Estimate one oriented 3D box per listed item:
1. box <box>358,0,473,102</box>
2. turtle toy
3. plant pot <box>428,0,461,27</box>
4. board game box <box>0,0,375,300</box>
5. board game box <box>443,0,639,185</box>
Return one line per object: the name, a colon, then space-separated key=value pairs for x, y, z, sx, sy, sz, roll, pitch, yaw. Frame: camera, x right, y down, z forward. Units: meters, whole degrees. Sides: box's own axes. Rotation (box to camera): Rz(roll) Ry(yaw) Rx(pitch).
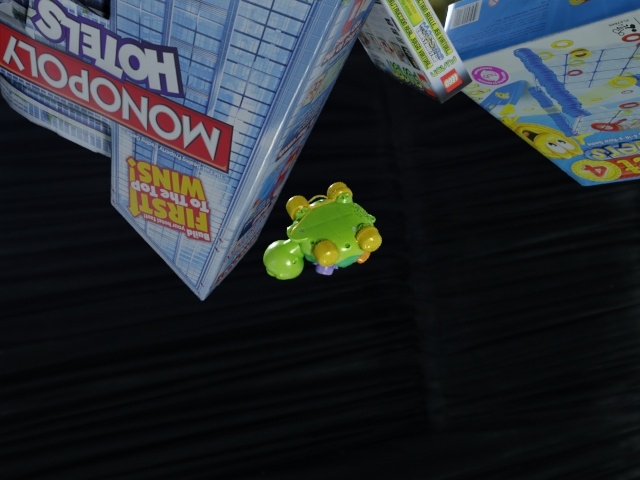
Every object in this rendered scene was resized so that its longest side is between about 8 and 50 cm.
box: x=0.071 y=-0.207 z=0.845 sx=0.114 sy=0.036 sz=0.207 roll=55 pitch=-179 yaw=-23
turtle toy: x=0.000 y=0.000 z=0.924 sx=0.066 sy=0.130 sz=0.095 roll=89 pitch=156 yaw=-50
plant pot: x=0.116 y=-0.295 z=1.172 sx=0.095 sy=0.134 sz=0.134 roll=38 pitch=153 yaw=-4
board game box: x=-0.074 y=-0.076 z=0.386 sx=0.194 sy=0.060 sz=0.194 roll=24 pitch=131 yaw=14
board game box: x=0.335 y=-0.174 z=0.904 sx=0.308 sy=0.302 sz=0.086 roll=-7 pitch=62 yaw=48
